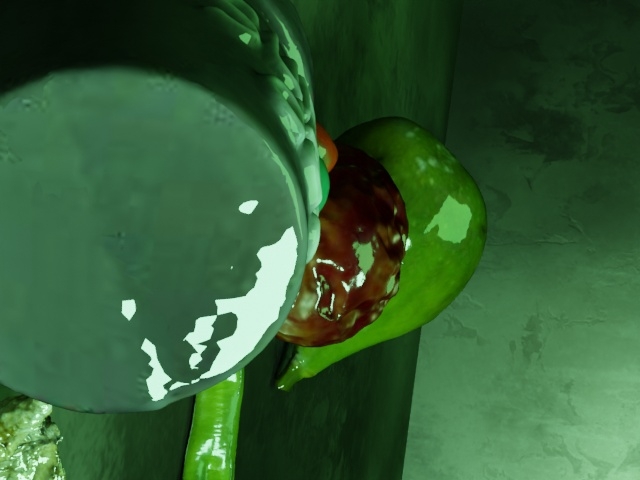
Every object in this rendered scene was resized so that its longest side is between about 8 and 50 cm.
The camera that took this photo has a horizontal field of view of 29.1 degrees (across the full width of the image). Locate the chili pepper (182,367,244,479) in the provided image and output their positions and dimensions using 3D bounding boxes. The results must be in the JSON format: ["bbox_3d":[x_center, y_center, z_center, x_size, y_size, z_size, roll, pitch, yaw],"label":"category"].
[{"bbox_3d":[-0.095,0.182,1.092,0.051,0.050,0.202,13,79,-40],"label":"chili pepper"}]

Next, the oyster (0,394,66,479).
[{"bbox_3d":[-0.163,0.128,0.686,0.038,0.080,0.083,-28,93,-49],"label":"oyster"}]

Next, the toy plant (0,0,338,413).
[{"bbox_3d":[-0.086,-0.075,0.630,0.185,0.279,0.400,-49,-159,17],"label":"toy plant"}]

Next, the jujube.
[{"bbox_3d":[0.000,0.000,1.178,0.250,0.174,0.174,-79,172,-65],"label":"jujube"}]

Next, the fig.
[{"bbox_3d":[0.047,0.009,1.447,0.314,0.233,0.233,-41,178,14],"label":"fig"}]
